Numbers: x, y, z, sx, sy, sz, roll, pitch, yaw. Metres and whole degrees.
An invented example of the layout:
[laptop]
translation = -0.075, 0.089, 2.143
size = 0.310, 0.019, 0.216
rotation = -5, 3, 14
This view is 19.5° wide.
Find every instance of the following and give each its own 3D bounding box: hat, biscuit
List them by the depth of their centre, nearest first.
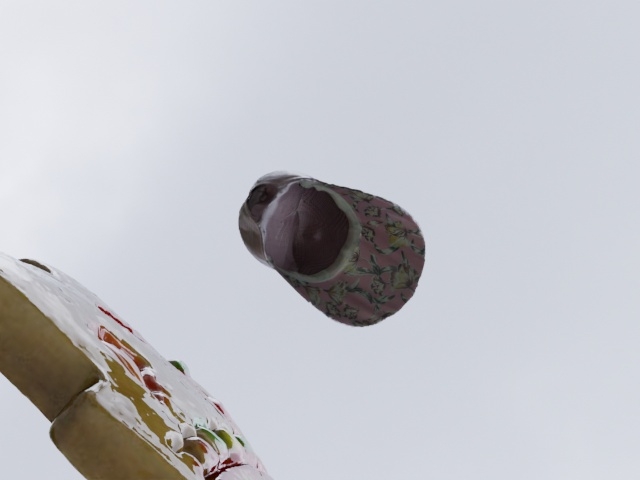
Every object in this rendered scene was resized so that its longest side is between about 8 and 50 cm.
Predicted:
[biscuit]
translation = -0.051, 0.089, 0.723
size = 0.041, 0.212, 0.238
rotation = -43, -124, 0
[hat]
translation = 0.002, 0.001, 0.828
size = 0.058, 0.087, 0.042
rotation = -66, -165, 4
